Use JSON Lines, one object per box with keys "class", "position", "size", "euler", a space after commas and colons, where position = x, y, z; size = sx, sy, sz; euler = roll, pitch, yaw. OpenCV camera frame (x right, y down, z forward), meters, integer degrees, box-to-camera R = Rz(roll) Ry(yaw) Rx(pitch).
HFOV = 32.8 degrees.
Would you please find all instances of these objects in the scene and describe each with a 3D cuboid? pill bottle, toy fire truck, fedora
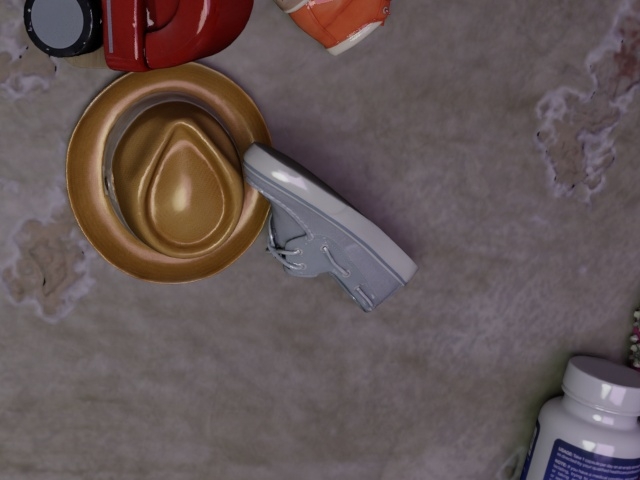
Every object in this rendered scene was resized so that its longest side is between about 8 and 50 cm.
{"class": "pill bottle", "position": [0.264, 0.217, 1.089], "size": [0.112, 0.112, 0.186], "euler": [9, 104, -21]}
{"class": "toy fire truck", "position": [-0.072, -0.236, 0.791], "size": [0.246, 0.158, 0.217], "euler": [5, 107, 17]}
{"class": "fedora", "position": [-0.116, -0.048, 0.901], "size": [0.194, 0.079, 0.194], "euler": [-5, 107, -17]}

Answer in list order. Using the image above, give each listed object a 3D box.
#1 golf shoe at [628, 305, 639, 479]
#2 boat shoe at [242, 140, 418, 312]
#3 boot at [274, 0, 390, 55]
{"class": "golf shoe", "position": [0.387, 0.197, 1.127], "size": [0.140, 0.115, 0.306], "euler": [-1, 107, -22]}
{"class": "boat shoe", "position": [0.000, 0.000, 0.930], "size": [0.081, 0.079, 0.227], "euler": [-50, 134, 2]}
{"class": "boot", "position": [0.043, -0.228, 0.916], "size": [0.158, 0.059, 0.084], "euler": [-41, 117, 6]}
